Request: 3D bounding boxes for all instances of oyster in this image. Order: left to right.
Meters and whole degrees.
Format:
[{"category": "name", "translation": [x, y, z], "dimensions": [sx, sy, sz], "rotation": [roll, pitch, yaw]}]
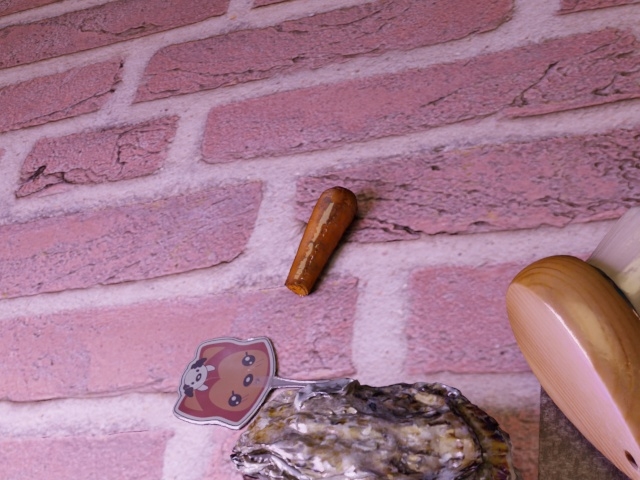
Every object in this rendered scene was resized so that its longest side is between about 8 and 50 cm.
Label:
[{"category": "oyster", "translation": [0.042, 0.228, 0.899], "dimensions": [0.350, 0.158, 0.162], "rotation": [-3, 8, 32]}]

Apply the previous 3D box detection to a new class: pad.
[{"category": "pad", "translation": [0.298, 0.219, 0.865], "dimensions": [0.158, 0.003, 0.235], "rotation": [-5, 50, 22]}]

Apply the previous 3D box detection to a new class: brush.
[{"category": "brush", "translation": [0.314, 0.110, 0.842], "dimensions": [0.166, 0.174, 0.267], "rotation": [-23, 54, -8]}]

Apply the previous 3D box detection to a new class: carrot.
[{"category": "carrot", "translation": [0.000, 0.000, 1.160], "dimensions": [0.055, 0.055, 0.162], "rotation": [13, 66, 33]}]

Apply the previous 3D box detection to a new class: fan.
[{"category": "fan", "translation": [-0.083, 0.175, 1.076], "dimensions": [0.219, 0.009, 0.132], "rotation": [0, 53, 25]}]
